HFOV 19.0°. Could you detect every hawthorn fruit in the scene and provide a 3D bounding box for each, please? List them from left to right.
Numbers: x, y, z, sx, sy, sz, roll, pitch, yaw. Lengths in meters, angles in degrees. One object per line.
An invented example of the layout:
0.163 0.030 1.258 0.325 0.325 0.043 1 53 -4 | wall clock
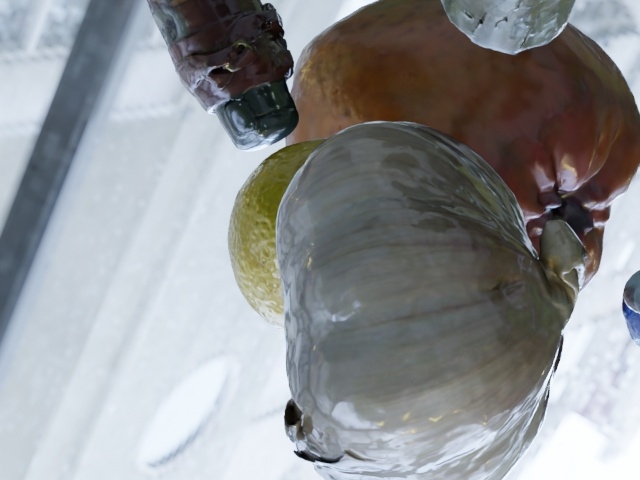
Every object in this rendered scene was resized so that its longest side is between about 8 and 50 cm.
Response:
0.170 -0.110 2.463 0.472 0.472 0.472 21 -156 -10 | hawthorn fruit

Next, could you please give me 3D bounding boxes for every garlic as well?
0.077 0.058 1.506 0.241 0.322 0.322 6 -155 -3 | garlic

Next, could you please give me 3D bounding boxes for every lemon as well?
0.000 0.000 1.864 0.187 0.244 0.187 7 -125 -10 | lemon

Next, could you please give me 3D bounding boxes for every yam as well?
0.206 -0.330 1.923 0.161 0.268 0.161 4 -131 -4 | yam

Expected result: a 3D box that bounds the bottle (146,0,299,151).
-0.111 -0.234 2.189 0.156 0.143 0.271 -17 -100 -61 | bottle

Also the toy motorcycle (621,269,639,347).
0.455 0.115 2.079 0.182 0.241 0.319 -40 -120 -21 | toy motorcycle
